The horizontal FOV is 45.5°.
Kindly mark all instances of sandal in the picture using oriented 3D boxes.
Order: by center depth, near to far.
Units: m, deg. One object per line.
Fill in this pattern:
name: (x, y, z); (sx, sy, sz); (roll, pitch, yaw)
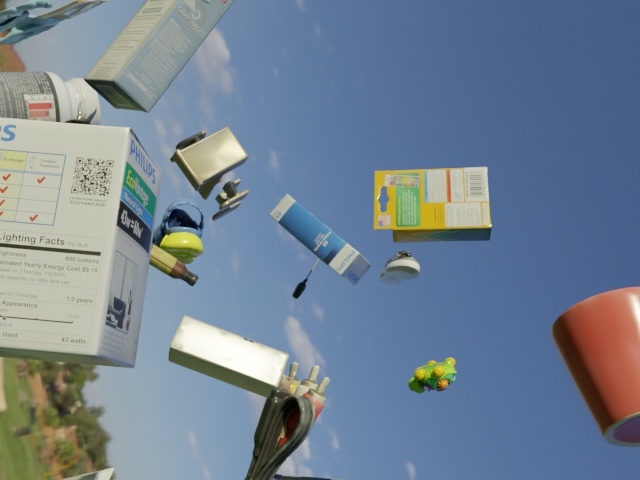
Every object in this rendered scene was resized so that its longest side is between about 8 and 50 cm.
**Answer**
sandal: (-0.356, -0.018, 1.898); (0.317, 0.126, 0.138); (-17, -115, 62)

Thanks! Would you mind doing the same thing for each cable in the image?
cable: (-0.060, 0.307, 1.042); (0.139, 0.072, 0.287); (7, -102, 65)

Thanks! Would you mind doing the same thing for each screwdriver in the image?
screwdriver: (-0.030, 0.099, 2.132); (0.025, 0.170, 0.024); (47, -36, -13)

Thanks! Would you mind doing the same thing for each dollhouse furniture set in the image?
dollhouse furniture set: (-0.313, -0.175, 2.021); (0.212, 0.161, 0.242); (54, -30, 5)

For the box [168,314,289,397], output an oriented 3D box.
box: (-0.224, 0.284, 1.850); (0.113, 0.275, 0.094); (117, -6, -60)

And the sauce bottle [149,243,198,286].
sauce bottle: (-0.313, 0.053, 1.586); (0.042, 0.128, 0.042); (-43, -157, 24)

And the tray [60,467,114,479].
tray: (-0.653, 0.672, 2.006); (0.270, 0.030, 0.145); (-24, -146, 39)

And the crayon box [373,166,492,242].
crayon box: (0.315, -0.101, 2.174); (0.083, 0.323, 0.203); (76, 15, -60)

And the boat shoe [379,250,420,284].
boat shoe: (0.218, 0.065, 2.064); (0.228, 0.080, 0.076); (121, -13, -74)

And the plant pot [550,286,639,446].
plant pot: (0.629, 0.263, 1.532); (0.275, 0.275, 0.243); (106, -17, -50)

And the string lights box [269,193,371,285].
string lights box: (0.000, 0.000, 1.976); (0.259, 0.077, 0.133); (40, -1, 23)

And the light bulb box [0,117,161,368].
light bulb box: (-0.476, 0.007, 1.247); (0.225, 0.358, 0.361); (86, 9, -76)

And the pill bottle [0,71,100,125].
pill bottle: (-0.788, -0.341, 2.021); (0.210, 0.363, 0.210); (18, -68, 52)

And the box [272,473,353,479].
box: (-0.020, 0.442, 1.117); (0.220, 0.175, 0.051); (-75, 165, -61)

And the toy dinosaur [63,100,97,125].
toy dinosaur: (-0.549, -0.185, 1.824); (0.313, 0.121, 0.160); (46, -65, 25)

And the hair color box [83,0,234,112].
hair color box: (-0.370, -0.481, 1.789); (0.185, 0.374, 0.113); (17, -21, 50)

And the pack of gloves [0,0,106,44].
pack of gloves: (-0.489, -0.359, 1.221); (0.232, 0.195, 0.046); (-14, -79, 27)

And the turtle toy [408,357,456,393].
turtle toy: (0.264, 0.325, 1.805); (0.130, 0.095, 0.066); (-17, -91, 33)
